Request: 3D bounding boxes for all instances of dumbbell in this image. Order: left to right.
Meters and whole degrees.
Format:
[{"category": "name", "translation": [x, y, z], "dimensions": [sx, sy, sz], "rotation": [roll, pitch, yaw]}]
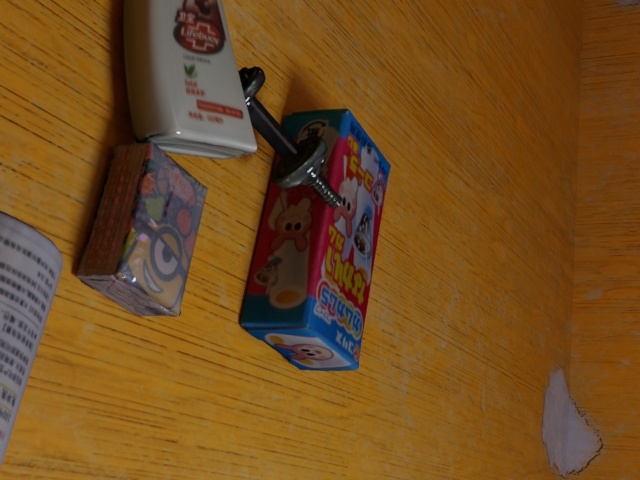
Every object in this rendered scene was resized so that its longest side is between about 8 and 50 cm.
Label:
[{"category": "dumbbell", "translation": [-0.060, -0.131, 1.196], "dimensions": [0.254, 0.082, 0.081], "rotation": [48, 43, -22]}]

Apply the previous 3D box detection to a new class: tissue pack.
[{"category": "tissue pack", "translation": [-0.172, -0.010, 1.025], "dimensions": [0.108, 0.060, 0.148], "rotation": [46, 49, -54]}]

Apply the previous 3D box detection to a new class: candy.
[{"category": "candy", "translation": [0.001, 0.000, 1.326], "dimensions": [0.157, 0.100, 0.305], "rotation": [47, 49, -53]}]

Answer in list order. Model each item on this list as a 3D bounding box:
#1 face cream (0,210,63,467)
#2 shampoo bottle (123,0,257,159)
[{"category": "face cream", "translation": [-0.294, 0.159, 0.689], "dimensions": [0.145, 0.145, 0.369], "rotation": [47, 49, -52]}, {"category": "shampoo bottle", "translation": [-0.142, -0.232, 1.078], "dimensions": [0.153, 0.071, 0.284], "rotation": [0, 84, -53]}]
